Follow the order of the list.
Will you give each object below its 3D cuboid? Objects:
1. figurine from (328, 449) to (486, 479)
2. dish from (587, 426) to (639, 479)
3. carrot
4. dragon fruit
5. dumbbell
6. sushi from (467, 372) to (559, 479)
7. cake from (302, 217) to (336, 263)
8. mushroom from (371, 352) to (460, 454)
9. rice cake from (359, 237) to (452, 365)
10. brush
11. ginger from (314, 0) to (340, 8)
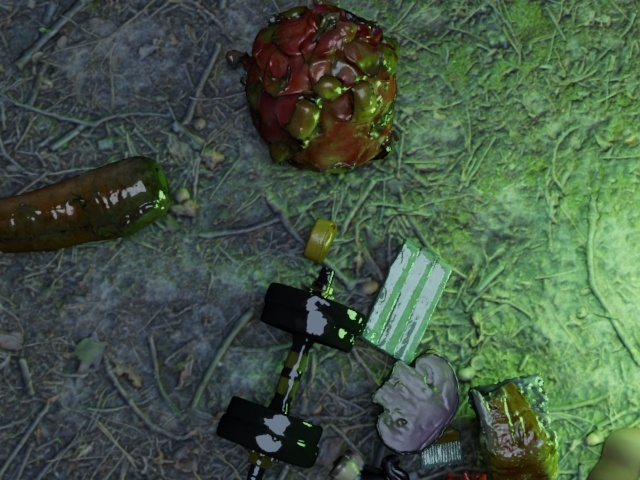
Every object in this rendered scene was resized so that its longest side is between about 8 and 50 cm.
[{"bbox_3d":[0.152,0.533,1.657,0.411,0.241,0.306,11,77,4],"label":"figurine"},{"bbox_3d":[0.616,0.453,1.792,0.213,0.090,0.213,1,83,-9],"label":"dish"},{"bbox_3d":[-0.410,-0.057,1.673,0.301,0.139,0.139,-12,85,0],"label":"carrot"},{"bbox_3d":[0.005,-0.267,1.689,0.314,0.263,0.296,-6,87,-10],"label":"dragon fruit"},{"bbox_3d":[-0.049,0.231,1.665,0.185,0.185,0.388,20,81,-6],"label":"dumbbell"},{"bbox_3d":[0.340,0.335,1.683,0.139,0.274,0.184,-12,55,4],"label":"sushi"},{"bbox_3d":[0.000,0.000,1.751,0.044,0.084,0.084,24,80,1],"label":"cake"},{"bbox_3d":[0.164,0.296,1.719,0.141,0.117,0.188,33,69,10],"label":"mushroom"},{"bbox_3d":[0.160,0.112,1.785,0.124,0.038,0.211,31,80,-5],"label":"rice cake"},{"bbox_3d":[0.214,0.310,1.786,0.082,0.010,0.218,-5,83,-9],"label":"brush"},{"bbox_3d":[0.017,-0.437,1.830,0.048,0.030,0.097,-14,88,-9],"label":"ginger"}]
